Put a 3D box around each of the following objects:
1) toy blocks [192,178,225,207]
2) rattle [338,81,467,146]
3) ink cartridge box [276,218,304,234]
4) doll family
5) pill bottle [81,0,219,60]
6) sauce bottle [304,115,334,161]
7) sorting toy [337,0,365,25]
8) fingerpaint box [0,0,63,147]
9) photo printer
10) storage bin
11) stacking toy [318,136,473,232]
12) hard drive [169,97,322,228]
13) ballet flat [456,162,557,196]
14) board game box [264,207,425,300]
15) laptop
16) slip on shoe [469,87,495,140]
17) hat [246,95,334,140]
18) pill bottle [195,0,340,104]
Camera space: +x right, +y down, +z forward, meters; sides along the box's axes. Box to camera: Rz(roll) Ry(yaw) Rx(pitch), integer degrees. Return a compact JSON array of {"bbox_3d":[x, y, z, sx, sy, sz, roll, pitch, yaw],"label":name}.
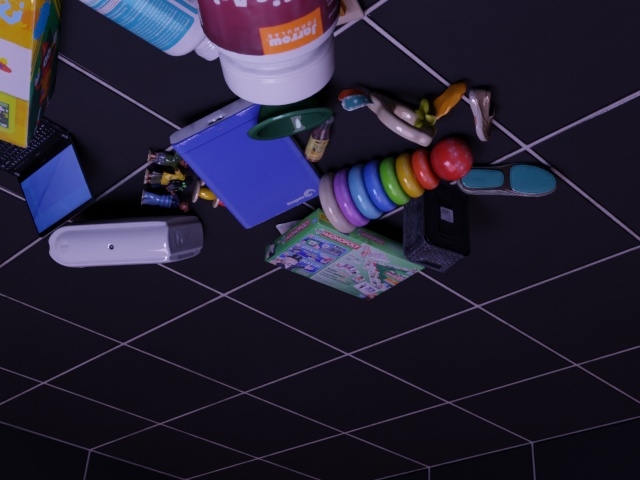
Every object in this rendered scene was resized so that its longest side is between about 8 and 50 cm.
[{"bbox_3d":[-0.202,-0.113,1.991,0.148,0.054,0.123,14,145,-18],"label":"toy blocks"},{"bbox_3d":[0.151,-0.277,1.682,0.199,0.130,0.143,34,133,1],"label":"rattle"},{"bbox_3d":[0.000,0.000,2.136,0.198,0.067,0.115,-8,147,18],"label":"ink cartridge box"},{"bbox_3d":[-0.336,-0.127,1.971,0.111,0.076,0.193,7,153,-14],"label":"doll family"},{"bbox_3d":[-0.268,-0.400,1.451,0.264,0.146,0.146,29,140,-33],"label":"pill bottle"},{"bbox_3d":[-0.001,-0.213,1.821,0.042,0.042,0.128,9,147,-9],"label":"sauce bottle"},{"bbox_3d":[-0.048,-0.418,1.501,0.193,0.038,0.208,-12,145,22],"label":"sorting toy"},{"bbox_3d":[-0.659,-0.390,1.438,0.444,0.163,0.371,18,143,-8],"label":"fingerpaint box"},{"bbox_3d":[-0.455,0.000,2.054,0.307,0.107,0.256,-3,-177,12],"label":"photo printer"},{"bbox_3d":[0.255,-0.035,1.948,0.122,0.180,0.084,18,146,-21],"label":"storage bin"},{"bbox_3d":[0.166,-0.133,1.872,0.330,0.141,0.141,-22,141,23],"label":"stacking toy"},{"bbox_3d":[-0.144,-0.161,1.870,0.210,0.040,0.319,-25,141,11],"label":"hard drive"},{"bbox_3d":[0.399,-0.130,1.906,0.213,0.072,0.068,3,175,3],"label":"ballet flat"},{"bbox_3d":[0.059,0.040,2.091,0.317,0.046,0.213,23,141,-31],"label":"board game box"},{"bbox_3d":[-0.643,-0.152,1.896,0.234,0.137,0.264,-26,137,38],"label":"laptop"},{"bbox_3d":[0.323,-0.246,1.731,0.041,0.051,0.135,-5,139,19],"label":"slip on shoe"},{"bbox_3d":[-0.078,-0.309,1.698,0.173,0.184,0.208,-14,175,-18],"label":"hat"},{"bbox_3d":[-0.086,-0.407,1.311,0.224,0.224,0.392,-1,141,7],"label":"pill bottle"}]
